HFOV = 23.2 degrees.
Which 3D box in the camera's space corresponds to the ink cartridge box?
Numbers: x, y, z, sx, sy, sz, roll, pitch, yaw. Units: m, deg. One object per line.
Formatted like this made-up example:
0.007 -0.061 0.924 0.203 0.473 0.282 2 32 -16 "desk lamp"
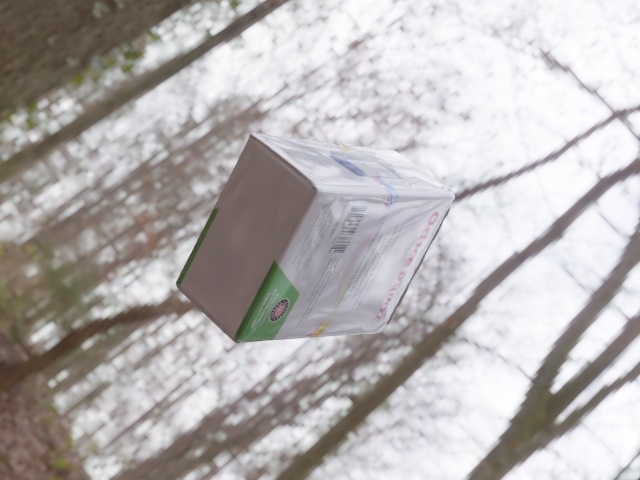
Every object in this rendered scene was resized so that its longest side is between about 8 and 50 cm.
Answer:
0.000 0.000 1.346 0.093 0.212 0.154 40 -67 32 "ink cartridge box"
